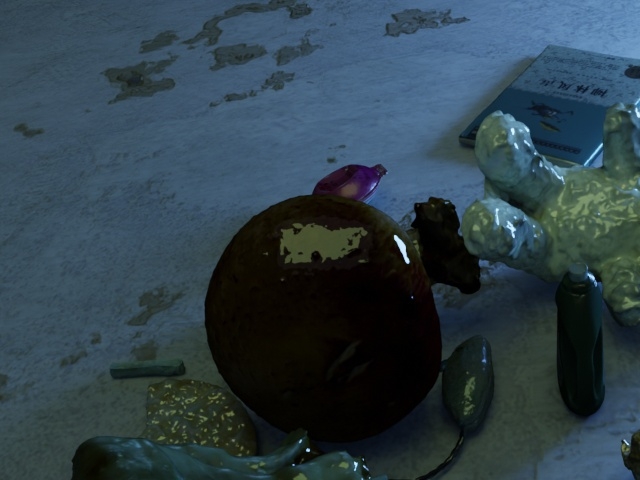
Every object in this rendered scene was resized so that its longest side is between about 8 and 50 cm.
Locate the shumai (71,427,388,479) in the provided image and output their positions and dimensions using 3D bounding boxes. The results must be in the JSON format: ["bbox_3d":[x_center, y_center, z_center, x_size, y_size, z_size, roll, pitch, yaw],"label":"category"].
[{"bbox_3d":[-0.075,0.353,0.978,0.323,0.324,0.397,-15,41,-26],"label":"shumai"}]

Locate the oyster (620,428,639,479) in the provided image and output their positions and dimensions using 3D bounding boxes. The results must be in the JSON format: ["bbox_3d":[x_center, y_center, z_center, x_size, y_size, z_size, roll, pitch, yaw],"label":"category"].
[{"bbox_3d":[0.465,0.252,1.102,0.232,0.107,0.161,-5,30,-20],"label":"oyster"}]

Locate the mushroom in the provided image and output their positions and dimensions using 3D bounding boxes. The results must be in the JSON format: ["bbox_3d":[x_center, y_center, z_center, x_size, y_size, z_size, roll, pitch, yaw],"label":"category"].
[{"bbox_3d":[0.022,0.070,1.235,0.334,0.331,0.356,-11,44,23],"label":"mushroom"}]

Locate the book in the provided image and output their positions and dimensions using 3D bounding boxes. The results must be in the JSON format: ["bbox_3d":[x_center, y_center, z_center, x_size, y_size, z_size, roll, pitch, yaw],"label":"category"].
[{"bbox_3d":[0.473,-0.264,1.775,0.264,0.031,0.379,18,48,35],"label":"book"}]

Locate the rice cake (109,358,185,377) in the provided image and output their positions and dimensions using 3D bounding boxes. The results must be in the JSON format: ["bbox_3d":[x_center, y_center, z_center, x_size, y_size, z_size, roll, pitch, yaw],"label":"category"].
[{"bbox_3d":[-0.269,0.199,1.427,0.121,0.022,0.022,-5,37,10],"label":"rice cake"}]

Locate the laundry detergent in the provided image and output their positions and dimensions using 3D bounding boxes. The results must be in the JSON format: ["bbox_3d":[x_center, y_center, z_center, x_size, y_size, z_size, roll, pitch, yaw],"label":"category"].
[{"bbox_3d":[0.338,0.121,1.193,0.062,0.211,0.137,-2,41,13],"label":"laundry detergent"}]

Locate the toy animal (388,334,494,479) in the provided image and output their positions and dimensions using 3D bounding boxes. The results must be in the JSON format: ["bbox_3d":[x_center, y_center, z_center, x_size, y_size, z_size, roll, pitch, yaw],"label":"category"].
[{"bbox_3d":[0.178,0.235,1.228,0.079,0.070,0.253,-15,37,50],"label":"toy animal"}]

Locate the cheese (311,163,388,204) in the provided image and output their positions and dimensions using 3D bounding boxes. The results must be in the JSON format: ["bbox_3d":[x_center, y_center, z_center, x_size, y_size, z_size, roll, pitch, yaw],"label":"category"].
[{"bbox_3d":[0.011,-0.068,1.640,0.244,0.062,0.155,-31,25,-3],"label":"cheese"}]

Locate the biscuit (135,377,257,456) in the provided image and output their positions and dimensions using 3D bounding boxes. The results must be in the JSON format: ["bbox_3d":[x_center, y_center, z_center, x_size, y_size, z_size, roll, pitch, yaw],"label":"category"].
[{"bbox_3d":[-0.187,0.282,1.287,0.188,0.040,0.265,-26,39,-16],"label":"biscuit"}]

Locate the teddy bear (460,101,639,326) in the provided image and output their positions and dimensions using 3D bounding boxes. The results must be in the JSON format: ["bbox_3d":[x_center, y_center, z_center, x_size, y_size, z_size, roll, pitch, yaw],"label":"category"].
[{"bbox_3d":[0.453,-0.042,1.285,0.362,0.375,0.328,-2,70,41],"label":"teddy bear"}]
